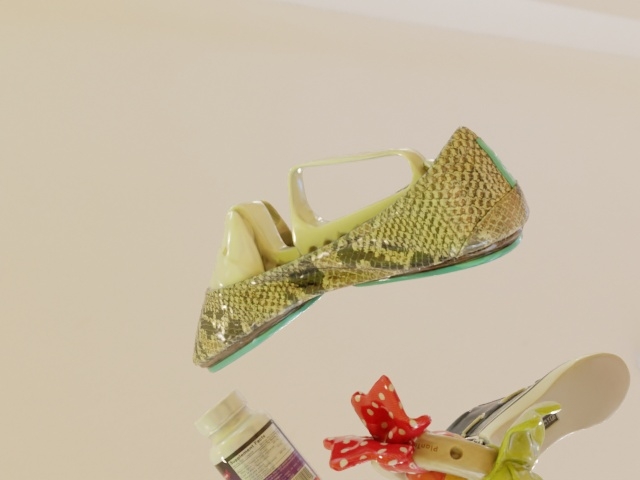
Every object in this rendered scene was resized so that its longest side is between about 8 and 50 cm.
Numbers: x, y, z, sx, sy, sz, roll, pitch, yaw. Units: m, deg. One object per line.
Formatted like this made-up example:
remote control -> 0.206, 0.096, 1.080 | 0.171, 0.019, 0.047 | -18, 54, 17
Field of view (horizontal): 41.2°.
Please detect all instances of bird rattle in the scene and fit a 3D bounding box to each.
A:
bird rattle -> 0.127, 0.244, 0.908 | 0.253, 0.207, 0.143 | 4, -117, 0

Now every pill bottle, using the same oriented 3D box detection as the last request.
pill bottle -> -0.090, 0.310, 1.212 | 0.193, 0.108, 0.108 | 51, -133, 3

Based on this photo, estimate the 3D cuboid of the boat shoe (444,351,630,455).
boat shoe -> 0.371, 0.292, 1.492 | 0.340, 0.158, 0.127 | -24, -84, -23

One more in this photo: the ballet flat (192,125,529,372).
ballet flat -> 0.000, 0.000, 0.988 | 0.182, 0.483, 0.164 | 59, -147, -9
